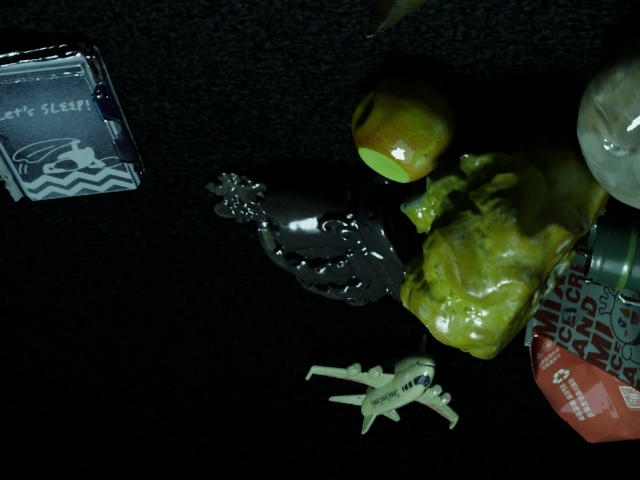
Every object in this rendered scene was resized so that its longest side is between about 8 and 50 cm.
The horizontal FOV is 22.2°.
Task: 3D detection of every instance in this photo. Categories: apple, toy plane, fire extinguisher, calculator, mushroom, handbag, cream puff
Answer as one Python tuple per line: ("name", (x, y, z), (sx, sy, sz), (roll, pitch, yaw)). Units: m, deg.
("apple", (0.084, -0.120, 1.693), (0.102, 0.099, 0.114), (36, 167, -25))
("toy plane", (0.104, 0.199, 2.252), (0.229, 0.092, 0.244), (19, 148, -14))
("fire extinguisher", (0.450, 0.032, 1.850), (0.294, 0.118, 0.093), (11, 164, 3))
("calculator", (-0.300, -0.126, 1.824), (0.165, 0.028, 0.274), (-8, 149, 3))
("mushroom", (0.364, -0.081, 1.556), (0.243, 0.244, 0.243), (7, 151, 4))
("handbag", (0.335, 0.117, 1.968), (0.151, 0.171, 0.298), (-10, 147, 32))
("cream puff", (0.180, -0.014, 1.726), (0.185, 0.282, 0.282), (34, 153, 13))

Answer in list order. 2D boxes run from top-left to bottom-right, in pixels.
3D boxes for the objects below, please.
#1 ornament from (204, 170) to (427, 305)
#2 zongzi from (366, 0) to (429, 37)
("ornament", (0.000, 0.000, 1.938), (0.260, 0.106, 0.251), (-1, 147, 27))
("zongzi", (0.136, -0.246, 1.366), (0.187, 0.184, 0.084), (-3, 144, 20))
